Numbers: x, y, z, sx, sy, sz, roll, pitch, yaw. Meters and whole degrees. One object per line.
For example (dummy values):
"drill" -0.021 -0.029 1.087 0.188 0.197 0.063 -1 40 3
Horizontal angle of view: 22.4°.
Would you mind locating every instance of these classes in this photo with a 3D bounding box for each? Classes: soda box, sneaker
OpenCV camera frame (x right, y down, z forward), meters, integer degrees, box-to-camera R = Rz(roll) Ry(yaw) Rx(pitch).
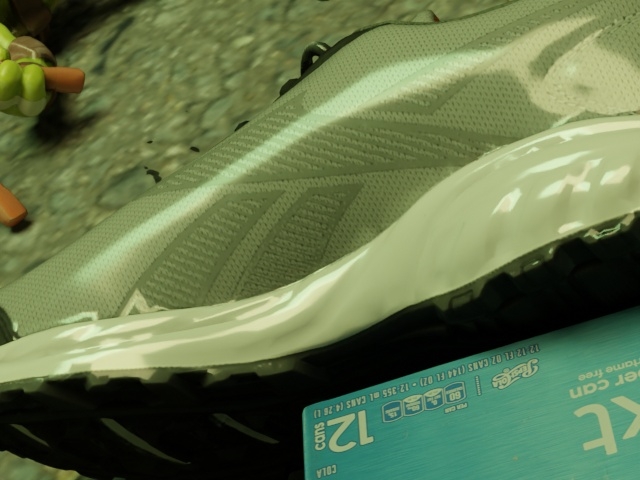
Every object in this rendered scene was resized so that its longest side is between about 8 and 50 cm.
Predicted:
"soda box" 0.104 0.056 0.391 0.210 0.067 0.071 -19 37 13
"sneaker" 0.000 0.000 0.465 0.272 0.100 0.108 -20 60 18

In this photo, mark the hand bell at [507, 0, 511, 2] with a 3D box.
"hand bell" 0.072 -0.119 0.478 0.126 0.242 0.126 -18 37 14

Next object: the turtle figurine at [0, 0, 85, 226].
"turtle figurine" -0.139 -0.128 0.757 0.217 0.087 0.269 -33 58 -13
